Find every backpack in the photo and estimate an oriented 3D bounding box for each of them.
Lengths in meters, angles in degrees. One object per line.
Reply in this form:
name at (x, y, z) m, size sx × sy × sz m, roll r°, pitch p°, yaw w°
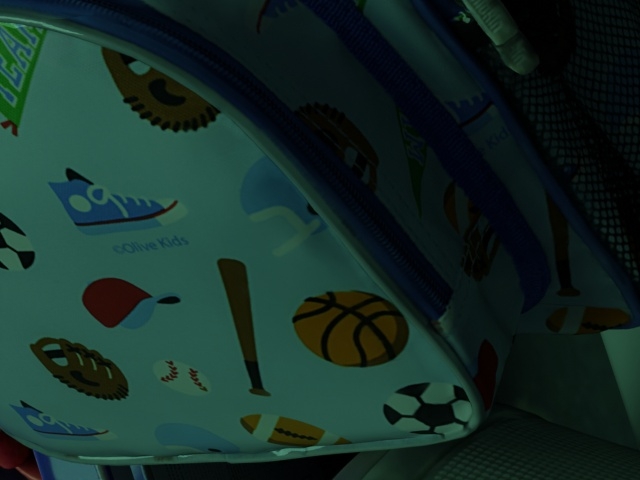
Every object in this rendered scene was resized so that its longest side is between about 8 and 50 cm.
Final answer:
backpack at (-0.041, -0.069, 0.535) m, size 0.277 × 0.213 × 0.263 m, roll -12°, pitch 123°, yaw 34°

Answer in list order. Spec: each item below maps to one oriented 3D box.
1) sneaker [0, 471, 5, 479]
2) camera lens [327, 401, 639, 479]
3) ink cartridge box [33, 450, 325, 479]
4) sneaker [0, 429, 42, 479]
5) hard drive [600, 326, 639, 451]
sneaker at (-0.278, 0.060, 1.275) m, size 0.121 × 0.111 × 0.300 m, roll 7°, pitch 115°, yaw 45°
camera lens at (0.112, 0.183, 0.558) m, size 0.274 × 0.219 × 0.219 m, roll 16°, pitch 119°, yaw 31°
ink cartridge box at (-0.062, 0.121, 0.806) m, size 0.330 × 0.071 × 0.324 m, roll -1°, pitch -108°, yaw -77°
sneaker at (-0.156, 0.072, 1.060) m, size 0.279 × 0.118 × 0.107 m, roll 51°, pitch 141°, yaw 31°
hard drive at (0.149, -0.049, 0.616) m, size 0.210 × 0.040 × 0.318 m, roll -21°, pitch 86°, yaw 58°
